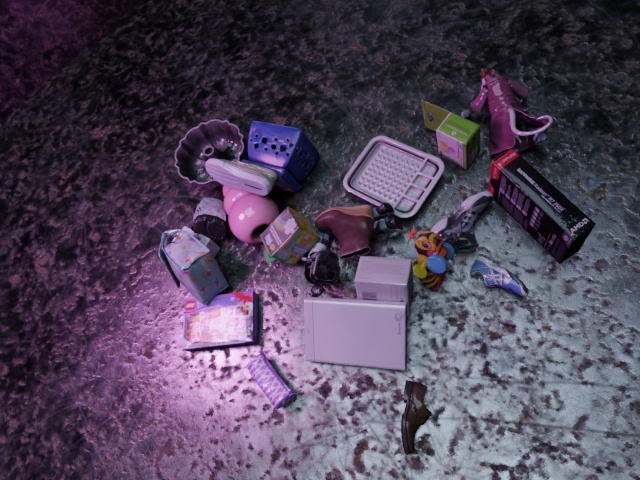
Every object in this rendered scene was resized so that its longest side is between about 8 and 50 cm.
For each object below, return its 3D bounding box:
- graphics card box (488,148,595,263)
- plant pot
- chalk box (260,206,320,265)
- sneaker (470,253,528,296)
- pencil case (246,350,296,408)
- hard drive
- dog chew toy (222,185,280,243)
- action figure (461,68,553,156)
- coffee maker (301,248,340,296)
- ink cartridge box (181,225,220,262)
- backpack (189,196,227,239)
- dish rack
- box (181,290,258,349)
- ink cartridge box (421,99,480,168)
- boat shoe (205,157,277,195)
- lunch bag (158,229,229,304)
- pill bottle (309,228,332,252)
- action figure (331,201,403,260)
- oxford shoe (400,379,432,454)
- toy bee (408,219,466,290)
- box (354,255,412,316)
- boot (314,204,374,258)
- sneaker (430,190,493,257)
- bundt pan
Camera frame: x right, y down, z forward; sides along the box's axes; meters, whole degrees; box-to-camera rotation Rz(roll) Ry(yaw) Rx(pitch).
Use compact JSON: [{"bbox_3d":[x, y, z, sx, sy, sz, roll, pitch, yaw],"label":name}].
[{"bbox_3d":[0.732,-0.115,1.630,0.094,0.232,0.370,-34,62,-1],"label":"graphics card box"},{"bbox_3d":[-0.171,-0.334,1.980,0.236,0.236,0.211,16,80,22],"label":"plant pot"},{"bbox_3d":[-0.132,0.003,1.849,0.213,0.132,0.132,-45,48,17],"label":"chalk box"},{"bbox_3d":[0.613,0.134,1.651,0.211,0.080,0.081,38,88,35],"label":"sneaker"},{"bbox_3d":[-0.177,0.497,1.704,0.206,0.086,0.088,44,119,25],"label":"pencil case"},{"bbox_3d":[0.119,0.320,1.661,0.354,0.047,0.232,1,101,16],"label":"hard drive"},{"bbox_3d":[-0.299,-0.143,1.954,0.207,0.206,0.331,-33,56,0],"label":"dog chew toy"},{"bbox_3d":[0.673,-0.495,1.799,0.248,0.276,0.369,-21,78,13],"label":"action figure"},{"bbox_3d":[0.008,0.119,1.747,0.120,0.178,0.171,-12,90,-8],"label":"coffee maker"},{"bbox_3d":[-0.489,0.017,1.985,0.180,0.104,0.060,25,75,23],"label":"ink cartridge box"},{"bbox_3d":[-0.453,-0.097,1.986,0.115,0.152,0.182,-60,26,22],"label":"backpack"},{"bbox_3d":[0.288,-0.246,1.898,0.333,0.072,0.285,30,79,24],"label":"dish rack"},{"bbox_3d":[-0.387,0.313,1.858,0.294,0.057,0.200,-8,66,12],"label":"box"},{"bbox_3d":[0.478,-0.407,1.849,0.255,0.189,0.097,34,82,26],"label":"ink cartridge box"},{"bbox_3d":[-0.307,-0.258,1.874,0.303,0.109,0.094,22,52,17],"label":"boat shoe"},{"bbox_3d":[-0.513,0.093,1.876,0.160,0.223,0.262,-40,49,-24],"label":"lunch bag"},{"bbox_3d":[0.000,0.000,1.877,0.067,0.067,0.120,13,72,20],"label":"pill bottle"},{"bbox_3d":[0.158,-0.028,1.820,0.285,0.099,0.185,-28,68,24],"label":"action figure"},{"bbox_3d":[0.308,0.571,1.543,0.096,0.082,0.227,6,71,13],"label":"oxford shoe"},{"bbox_3d":[0.377,0.027,1.642,0.162,0.195,0.298,26,117,19],"label":"toy bee"},{"bbox_3d":[0.224,0.158,1.670,0.182,0.180,0.119,3,47,17],"label":"box"},{"bbox_3d":[0.076,-0.025,1.738,0.249,0.090,0.206,-14,48,28],"label":"boot"},{"bbox_3d":[0.540,-0.051,1.734,0.269,0.101,0.153,-38,64,4],"label":"sneaker"},{"bbox_3d":[-0.469,-0.367,2.131,0.331,0.124,0.330,-6,67,14],"label":"bundt pan"}]
